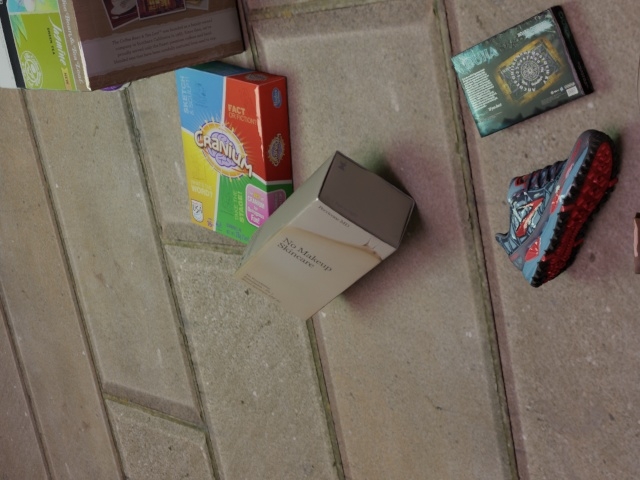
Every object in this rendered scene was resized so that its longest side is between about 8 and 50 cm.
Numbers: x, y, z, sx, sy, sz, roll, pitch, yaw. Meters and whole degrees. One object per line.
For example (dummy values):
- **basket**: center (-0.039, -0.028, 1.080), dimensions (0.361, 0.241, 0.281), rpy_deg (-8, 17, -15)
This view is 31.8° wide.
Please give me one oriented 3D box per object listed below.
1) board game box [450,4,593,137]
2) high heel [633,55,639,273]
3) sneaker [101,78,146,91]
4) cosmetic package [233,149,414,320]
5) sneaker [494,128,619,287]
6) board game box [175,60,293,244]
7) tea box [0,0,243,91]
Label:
- **board game box**: center (0.271, -0.228, 1.536), dimensions (0.186, 0.026, 0.126), rpy_deg (-20, 92, 48)
- **high heel**: center (0.470, -0.132, 1.334), dimensions (0.181, 0.127, 0.377), rpy_deg (2, 108, 18)
- **sneaker**: center (-0.416, -0.337, 2.261), dimensions (0.170, 0.071, 0.068), rpy_deg (-10, 101, 52)
- **cosmetic package**: center (0.000, 0.000, 1.862), dimensions (0.160, 0.113, 0.309), rpy_deg (32, 143, -12)
- **sneaker**: center (0.306, -0.057, 1.531), dimensions (0.125, 0.104, 0.261), rpy_deg (46, 137, 28)
- **board game box**: center (-0.155, -0.158, 2.049), dimensions (0.242, 0.064, 0.316), rpy_deg (20, 122, 43)
- **tea box**: center (-0.370, -0.400, 1.966), dimensions (0.324, 0.329, 0.219), rpy_deg (9, 114, 48)
